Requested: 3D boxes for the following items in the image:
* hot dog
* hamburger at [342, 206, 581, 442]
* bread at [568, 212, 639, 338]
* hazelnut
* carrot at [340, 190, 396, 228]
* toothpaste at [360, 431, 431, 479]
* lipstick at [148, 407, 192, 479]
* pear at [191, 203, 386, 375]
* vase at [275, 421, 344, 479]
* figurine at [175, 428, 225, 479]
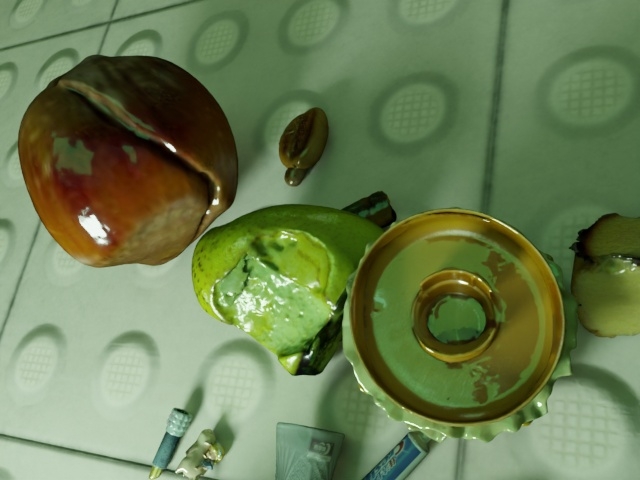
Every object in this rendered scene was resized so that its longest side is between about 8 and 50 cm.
[{"bbox_3d":[-0.029,-0.164,1.133,0.090,0.060,0.140,-4,59,33],"label":"hot dog"},{"bbox_3d":[0.167,0.106,0.792,0.274,0.212,0.274,-4,74,13],"label":"hamburger"},{"bbox_3d":[0.370,0.016,0.753,0.140,0.160,0.169,2,69,31],"label":"bread"},{"bbox_3d":[-0.323,-0.131,1.107,0.315,0.372,0.372,2,66,60],"label":"hazelnut"},{"bbox_3d":[0.000,0.000,1.034,0.260,0.070,0.070,-28,57,14],"label":"carrot"},{"bbox_3d":[0.082,0.317,0.857,0.197,0.035,0.057,-48,38,4],"label":"toothpaste"},{"bbox_3d":[-0.243,0.328,1.038,0.037,0.037,0.116,18,83,35],"label":"lipstick"},{"bbox_3d":[-0.053,0.034,0.933,0.255,0.164,0.238,33,97,16],"label":"pear"},{"bbox_3d":[-0.030,0.362,0.866,0.096,0.096,0.219,-1,70,29],"label":"vase"},{"bbox_3d":[-0.177,0.336,0.994,0.050,0.047,0.083,26,74,21],"label":"figurine"}]
